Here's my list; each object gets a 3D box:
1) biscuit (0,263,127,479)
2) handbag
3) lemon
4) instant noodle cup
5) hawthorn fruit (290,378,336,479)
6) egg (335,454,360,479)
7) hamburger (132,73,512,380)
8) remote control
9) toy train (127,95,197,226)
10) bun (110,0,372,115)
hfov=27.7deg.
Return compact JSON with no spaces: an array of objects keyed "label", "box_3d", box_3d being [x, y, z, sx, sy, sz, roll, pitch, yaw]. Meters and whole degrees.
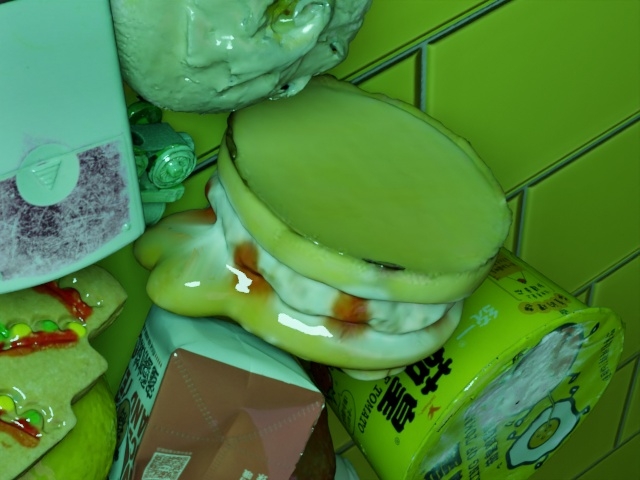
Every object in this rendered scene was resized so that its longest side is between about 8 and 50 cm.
[{"label":"biscuit","box_3d":[-0.249,0.082,0.993,0.212,0.238,0.041,10,141,-25]},{"label":"handbag","box_3d":[-0.129,0.221,1.148,0.151,0.171,0.298,21,96,-18]},{"label":"lemon","box_3d":[-0.267,0.162,1.085,0.192,0.231,0.192,-2,129,-3]},{"label":"instant noodle cup","box_3d":[0.134,0.125,1.442,0.326,0.254,0.325,-29,145,-23]},{"label":"hawthorn fruit","box_3d":[-0.117,0.208,1.327,0.262,0.210,0.210,20,113,-38]},{"label":"egg","box_3d":[-0.024,0.440,1.723,0.271,0.162,0.206,-33,145,-15]},{"label":"hamburger","box_3d":[0.000,0.000,1.156,0.303,0.261,0.186,-3,135,-36]},{"label":"remote control","box_3d":[-0.206,-0.128,0.868,0.145,0.050,0.344,-22,124,-29]},{"label":"toy train","box_3d":[-0.211,-0.049,1.025,0.251,0.085,0.119,-2,135,-44]},{"label":"bun","box_3d":[-0.053,-0.193,0.968,0.239,0.141,0.239,-30,143,-25]}]
